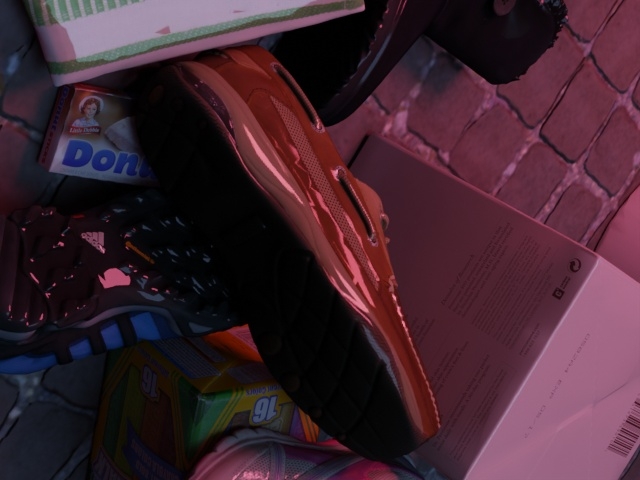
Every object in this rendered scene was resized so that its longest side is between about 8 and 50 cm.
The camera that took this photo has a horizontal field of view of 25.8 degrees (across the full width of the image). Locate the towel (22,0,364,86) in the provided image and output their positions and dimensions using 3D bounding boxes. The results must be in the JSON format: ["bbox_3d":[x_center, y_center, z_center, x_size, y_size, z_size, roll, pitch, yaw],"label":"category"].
[{"bbox_3d":[-0.093,-0.270,0.882,0.247,0.038,0.325,-16,125,-13],"label":"towel"}]

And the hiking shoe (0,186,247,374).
[{"bbox_3d":[-0.167,0.032,1.003,0.132,0.113,0.304,-28,162,33],"label":"hiking shoe"}]

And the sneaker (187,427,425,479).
[{"bbox_3d":[0.000,0.202,1.034,0.252,0.111,0.103,-5,116,-40],"label":"sneaker"}]

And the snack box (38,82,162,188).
[{"bbox_3d":[-0.120,-0.071,1.027,0.178,0.022,0.064,7,109,-43],"label":"snack box"}]

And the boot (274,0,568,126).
[{"bbox_3d":[0.093,-0.166,1.106,0.207,0.094,0.247,28,91,-44],"label":"boot"}]

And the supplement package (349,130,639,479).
[{"bbox_3d":[0.129,0.074,1.153,0.198,0.262,0.199,29,94,-46],"label":"supplement package"}]

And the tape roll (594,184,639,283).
[{"bbox_3d":[0.411,0.050,1.504,0.286,0.100,0.286,-20,125,-32],"label":"tape roll"}]

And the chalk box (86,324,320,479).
[{"bbox_3d":[-0.097,0.178,1.111,0.132,0.132,0.213,-4,115,-40],"label":"chalk box"}]

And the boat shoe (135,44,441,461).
[{"bbox_3d":[0.000,0.000,0.999,0.120,0.122,0.324,-37,101,-39],"label":"boat shoe"}]
